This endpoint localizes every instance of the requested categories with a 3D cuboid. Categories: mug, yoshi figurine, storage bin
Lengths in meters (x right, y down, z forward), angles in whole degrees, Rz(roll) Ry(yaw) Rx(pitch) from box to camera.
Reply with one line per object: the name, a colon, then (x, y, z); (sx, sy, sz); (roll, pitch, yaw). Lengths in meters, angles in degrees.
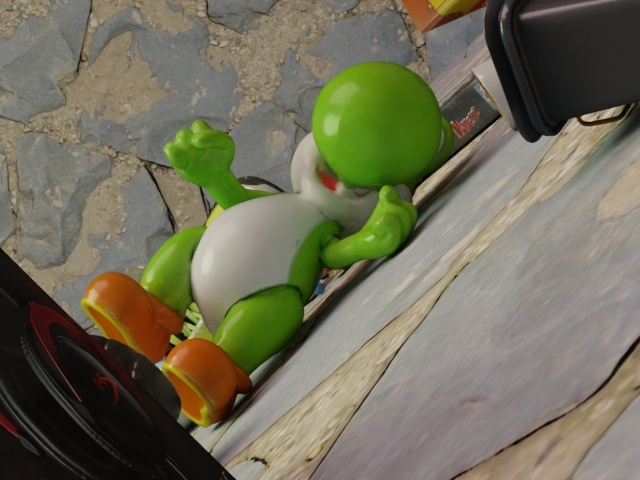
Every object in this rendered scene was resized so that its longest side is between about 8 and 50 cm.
mug: (0.168, -0.138, 1.002); (0.064, 0.062, 0.078); (-36, 11, 8)
yoshi figurine: (-0.022, -0.029, 1.010); (0.362, 0.203, 0.203); (-43, 19, -21)
storage bin: (0.162, -0.113, 0.637); (0.091, 0.098, 0.135); (-5, 29, 37)

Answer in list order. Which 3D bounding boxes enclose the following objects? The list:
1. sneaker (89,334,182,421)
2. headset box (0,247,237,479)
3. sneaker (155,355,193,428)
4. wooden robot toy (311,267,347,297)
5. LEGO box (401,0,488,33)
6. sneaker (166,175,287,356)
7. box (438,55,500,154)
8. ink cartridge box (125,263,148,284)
sneaker: (-0.245, 0.256, 0.797); (0.410, 0.158, 0.182); (-40, -33, -26)
headset box: (-0.183, 0.084, 0.530); (0.110, 0.293, 0.218); (-44, 3, 10)
sneaker: (-0.170, 0.178, 1.130); (0.237, 0.085, 0.086); (-36, 37, 40)
wooden robot toy: (-0.035, 0.028, 1.211); (0.076, 0.079, 0.173); (-48, 5, -39)
LEGO box: (0.307, -0.465, 1.319); (0.372, 0.193, 0.500); (-27, -3, -21)
sneaker: (-0.130, 0.068, 1.542); (0.385, 0.145, 0.147); (-56, 2, 46)
box: (0.150, -0.136, 1.281); (0.233, 0.044, 0.159); (-41, 5, 45)
ink cartridge box: (-0.262, 0.124, 1.689); (0.224, 0.056, 0.181); (12, -92, -72)
